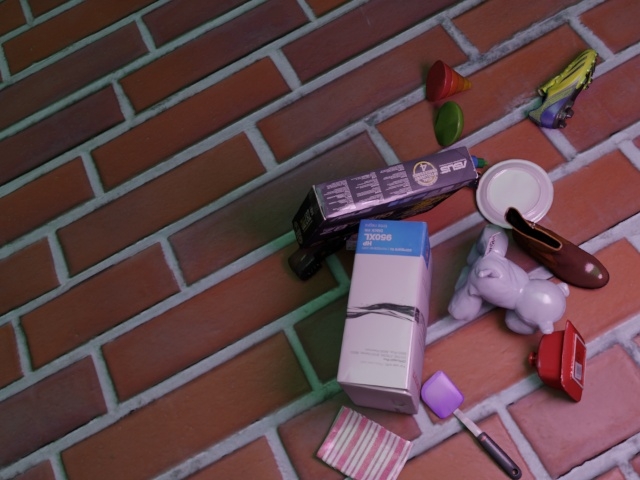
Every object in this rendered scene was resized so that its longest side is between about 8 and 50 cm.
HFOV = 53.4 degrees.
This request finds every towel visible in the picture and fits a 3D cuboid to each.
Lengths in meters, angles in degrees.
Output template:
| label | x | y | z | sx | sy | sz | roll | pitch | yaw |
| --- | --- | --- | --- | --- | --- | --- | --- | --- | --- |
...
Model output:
| label | x | y | z | sx | sy | sz | roll | pitch | yaw |
| --- | --- | --- | --- | --- | --- | --- | --- | --- | --- |
| towel | 0.105 | 0.504 | 1.528 | 0.197 | 0.029 | 0.144 | 25 | 74 | 21 |

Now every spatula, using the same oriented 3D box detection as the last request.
| label | x | y | z | sx | sy | sz | roll | pitch | yaw |
| --- | --- | --- | --- | --- | --- | --- | --- | --- | --- |
| spatula | 0.358 | 0.442 | 1.501 | 0.084 | 0.030 | 0.296 | -41 | 65 | -7 |

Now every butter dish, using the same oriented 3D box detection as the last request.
| label | x | y | z | sx | sy | sz | roll | pitch | yaw |
| --- | --- | --- | --- | --- | --- | --- | --- | --- | --- |
| butter dish | 0.547 | 0.280 | 1.487 | 0.118 | 0.160 | 0.160 | -4 | 62 | 36 |

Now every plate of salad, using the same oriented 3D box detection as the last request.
| label | x | y | z | sx | sy | sz | roll | pitch | yaw |
| --- | --- | --- | --- | --- | --- | --- | --- | --- | --- |
| plate of salad | 0.523 | -0.124 | 1.717 | 0.199 | 0.048 | 0.200 | -6 | 72 | 18 |

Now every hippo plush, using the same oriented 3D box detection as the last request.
| label | x | y | z | sx | sy | sz | roll | pitch | yaw |
| --- | --- | --- | --- | --- | --- | --- | --- | --- | --- |
| hippo plush | 0.468 | 0.098 | 1.517 | 0.236 | 0.294 | 0.234 | 24 | 61 | 5 |

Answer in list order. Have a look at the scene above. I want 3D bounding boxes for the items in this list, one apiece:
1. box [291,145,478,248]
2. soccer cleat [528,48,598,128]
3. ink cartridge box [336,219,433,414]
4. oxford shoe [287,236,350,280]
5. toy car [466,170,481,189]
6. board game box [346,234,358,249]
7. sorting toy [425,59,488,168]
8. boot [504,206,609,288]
| label | x | y | z | sx | sy | sz | roll | pitch | yaw |
| --- | --- | --- | --- | --- | --- | --- | --- | --- | --- |
| box | 0.145 | -0.102 | 1.582 | 0.395 | 0.318 | 0.097 | -16 | 79 | -15 |
| soccer cleat | 0.690 | -0.442 | 1.804 | 0.121 | 0.093 | 0.289 | 26 | 73 | 28 |
| ink cartridge box | 0.165 | 0.187 | 1.517 | 0.166 | 0.285 | 0.395 | 3 | 66 | 15 |
| oxford shoe | 0.000 | 0.000 | 1.754 | 0.227 | 0.083 | 0.096 | -40 | 56 | -11 |
| toy car | 0.386 | -0.171 | 1.752 | 0.122 | 0.060 | 0.040 | 0 | 35 | 26 |
| board game box | 0.154 | 0.005 | 1.707 | 0.154 | 0.103 | 0.026 | 0 | 99 | 12 |
| sorting toy | 0.409 | -0.353 | 1.836 | 0.126 | 0.127 | 0.366 | 0 | 65 | -20 |
| boot | 0.565 | 0.017 | 1.502 | 0.264 | 0.280 | 0.096 | 43 | 97 | 20 |
